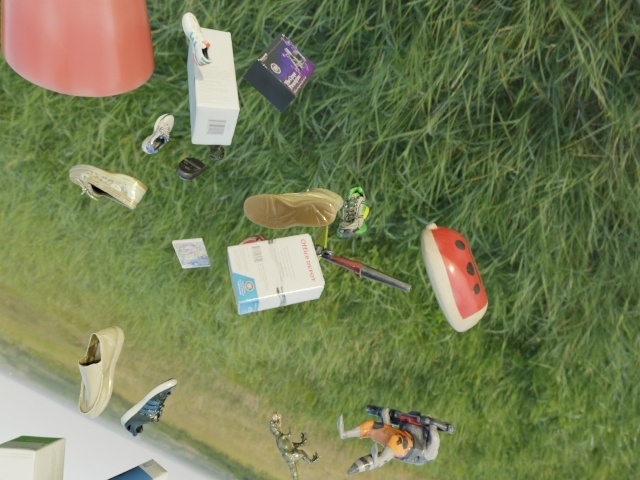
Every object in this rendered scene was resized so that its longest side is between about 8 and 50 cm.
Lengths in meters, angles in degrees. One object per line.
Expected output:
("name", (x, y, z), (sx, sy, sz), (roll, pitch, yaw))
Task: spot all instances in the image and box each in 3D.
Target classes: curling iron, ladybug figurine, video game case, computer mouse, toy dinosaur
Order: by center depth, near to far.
("curling iron", (0.091, 0.070, 1.150), (0.273, 0.035, 0.068), (23, -176, 19))
("video game case", (-0.388, 0.040, 1.425), (0.087, 0.011, 0.122), (-5, 139, -2))
("toy dinosaur", (-0.073, 0.662, 1.470), (0.064, 0.118, 0.268), (-52, 56, 40))
("computer mouse", (-0.391, -0.256, 1.557), (0.071, 0.242, 0.041), (34, 129, 6))
("ladybug figurine", (0.515, 0.133, 1.799), (0.161, 0.305, 0.450), (-19, 107, 23))

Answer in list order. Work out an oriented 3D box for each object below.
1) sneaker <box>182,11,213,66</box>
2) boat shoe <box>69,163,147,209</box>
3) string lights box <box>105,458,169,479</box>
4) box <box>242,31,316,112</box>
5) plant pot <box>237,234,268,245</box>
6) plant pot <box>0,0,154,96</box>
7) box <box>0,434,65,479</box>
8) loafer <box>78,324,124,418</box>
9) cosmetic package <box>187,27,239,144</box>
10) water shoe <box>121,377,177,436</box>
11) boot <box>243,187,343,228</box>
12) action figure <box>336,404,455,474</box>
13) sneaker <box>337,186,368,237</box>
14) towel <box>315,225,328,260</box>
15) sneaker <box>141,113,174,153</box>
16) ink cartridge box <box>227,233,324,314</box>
("sneaker", (-0.380, -0.637, 1.493), (0.075, 0.057, 0.162), (14, 127, 39))
("boat shoe", (-0.675, -0.167, 1.463), (0.284, 0.090, 0.105), (12, 161, 22))
("string lights box", (-0.422, 0.546, 0.900), (0.076, 0.134, 0.259), (6, -171, 44))
("box", (-0.142, -0.612, 1.709), (0.184, 0.261, 0.103), (38, 133, -16))
("plant pot", (-0.221, 0.086, 1.703), (0.191, 0.191, 0.174), (2, 145, 37))
("plant pot", (-0.445, -0.444, 0.865), (0.274, 0.275, 0.243), (27, 138, 0))
("box", (-0.562, 0.437, 0.900), (0.101, 0.102, 0.087), (0, 175, 8))
("loafer", (-0.657, 0.378, 1.372), (0.101, 0.269, 0.092), (4, 169, 33))
("cosmetic package", (-0.410, -0.578, 1.772), (0.156, 0.386, 0.217), (-2, 152, -22))
("water shoe", (-0.475, 0.477, 1.353), (0.080, 0.203, 0.073), (51, -173, 7))
("boot", (-0.070, -0.101, 1.362), (0.261, 0.203, 0.096), (1, 105, 11))
("action figure", (0.207, 0.589, 1.397), (0.329, 0.179, 0.341), (15, 164, -28))
("sneaker", (0.139, -0.128, 2.155), (0.134, 0.344, 0.147), (-7, 121, 14))
("towel", (0.000, 0.000, 1.988), (0.021, 0.237, 0.102), (24, 122, -13))
("sneaker", (-0.461, -0.307, 1.375), (0.058, 0.135, 0.052), (21, 170, 40))
("ink cartridge box", (-0.103, 0.074, 1.063), (0.190, 0.140, 0.082), (-9, 153, -16))
